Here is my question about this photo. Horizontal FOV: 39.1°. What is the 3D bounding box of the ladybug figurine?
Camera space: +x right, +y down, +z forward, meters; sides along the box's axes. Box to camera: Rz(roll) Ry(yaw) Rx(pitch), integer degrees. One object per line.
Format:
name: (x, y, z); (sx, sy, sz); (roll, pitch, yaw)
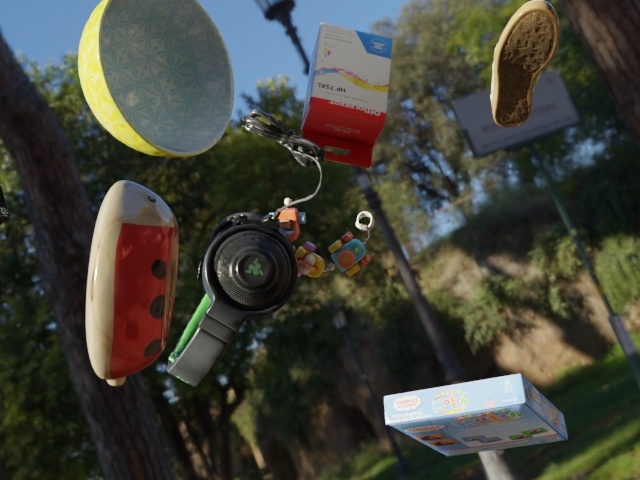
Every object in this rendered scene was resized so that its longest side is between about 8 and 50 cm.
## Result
ladybug figurine: (-0.406, 0.095, 1.974); (0.162, 0.449, 0.305); (5, 1, 1)

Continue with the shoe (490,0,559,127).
shoe: (0.261, -0.240, 1.189); (0.076, 0.058, 0.219); (2, -33, -1)

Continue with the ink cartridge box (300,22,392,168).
ink cartridge box: (0.045, -0.249, 1.548); (0.134, 0.231, 0.078); (11, -27, -9)

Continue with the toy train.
toy train: (0.000, 0.000, 1.404); (0.166, 0.125, 0.046); (3, 10, 4)

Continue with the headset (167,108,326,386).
headset: (-0.126, 0.018, 1.302); (0.394, 0.185, 0.243); (-57, 9, 6)

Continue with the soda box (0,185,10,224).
soda box: (-0.506, -0.043, 1.207); (0.060, 0.053, 0.169); (-26, -13, 29)

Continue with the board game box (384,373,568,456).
board game box: (0.189, 0.211, 1.064); (0.160, 0.039, 0.211); (-14, -26, 22)

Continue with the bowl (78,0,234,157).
bowl: (-0.294, -0.267, 1.469); (0.156, 0.289, 0.289); (-8, 0, 37)
